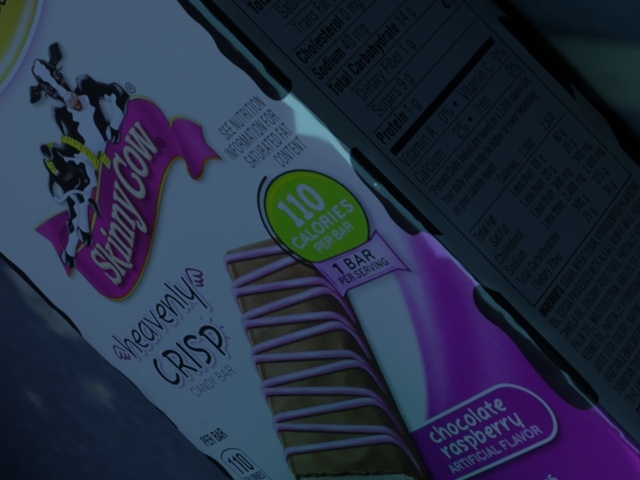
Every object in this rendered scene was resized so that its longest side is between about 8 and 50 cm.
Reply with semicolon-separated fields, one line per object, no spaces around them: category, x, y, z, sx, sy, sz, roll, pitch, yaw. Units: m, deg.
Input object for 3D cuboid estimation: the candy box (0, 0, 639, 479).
candy box;0.000;0.000;0.451;0.233;0.071;0.159;45;145;-5
